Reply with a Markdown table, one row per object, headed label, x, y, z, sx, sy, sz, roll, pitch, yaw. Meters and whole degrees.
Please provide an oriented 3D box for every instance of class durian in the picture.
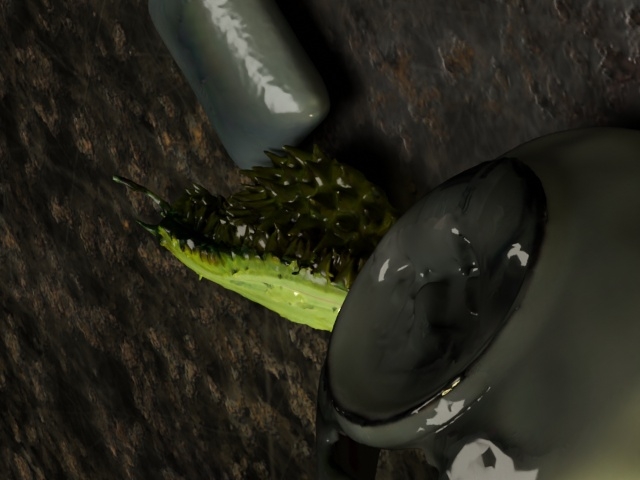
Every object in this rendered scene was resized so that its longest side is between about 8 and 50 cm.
| label | x | y | z | sx | sy | sz | roll | pitch | yaw |
| --- | --- | --- | --- | --- | --- | --- | --- | --- | --- |
| durian | -0.005 | 0.003 | 1.343 | 0.375 | 0.106 | 0.132 | 22 | 154 | 39 |

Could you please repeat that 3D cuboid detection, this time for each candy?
| label | x | y | z | sx | sy | sz | roll | pitch | yaw |
| --- | --- | --- | --- | --- | --- | --- | --- | --- | --- |
| candy | -0.064 | -0.146 | 1.373 | 0.174 | 0.071 | 0.138 | 59 | 149 | 6 |

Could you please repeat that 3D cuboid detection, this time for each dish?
| label | x | y | z | sx | sy | sz | roll | pitch | yaw |
| --- | --- | --- | --- | --- | --- | --- | --- | --- | --- |
| dish | 0.094 | 0.052 | 1.027 | 0.124 | 0.324 | 0.324 | 36 | 158 | -25 |
